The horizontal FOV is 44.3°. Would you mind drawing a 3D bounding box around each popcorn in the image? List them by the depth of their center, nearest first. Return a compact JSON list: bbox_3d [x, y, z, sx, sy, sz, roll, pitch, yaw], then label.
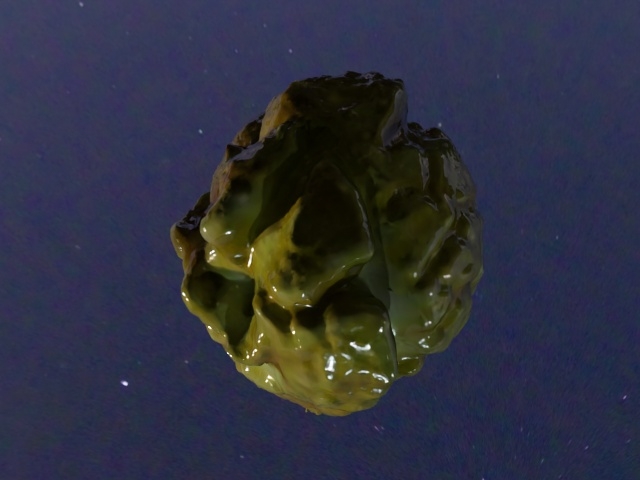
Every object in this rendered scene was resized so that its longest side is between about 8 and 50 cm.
[{"bbox_3d":[0.001,0.008,0.677,0.282,0.282,0.247,-43,-83,-6],"label":"popcorn"}]
